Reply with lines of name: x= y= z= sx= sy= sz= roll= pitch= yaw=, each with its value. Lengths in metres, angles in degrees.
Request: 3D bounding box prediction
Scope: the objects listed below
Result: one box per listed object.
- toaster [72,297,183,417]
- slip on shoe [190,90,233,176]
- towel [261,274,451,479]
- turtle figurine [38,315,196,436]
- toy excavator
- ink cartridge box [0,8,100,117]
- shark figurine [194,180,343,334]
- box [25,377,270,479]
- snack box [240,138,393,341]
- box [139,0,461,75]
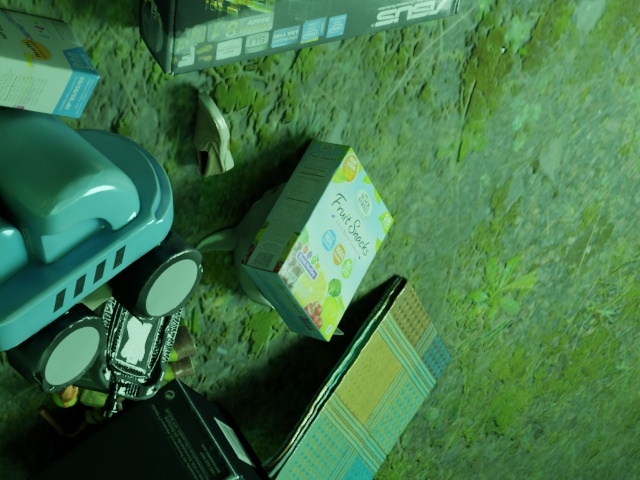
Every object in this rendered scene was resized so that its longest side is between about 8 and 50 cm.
toaster: x=-0.268 y=0.108 z=1.917 sx=0.129 sy=0.146 sz=0.227 roll=26 pitch=73 yaw=-45
slip on shoe: x=-0.140 y=-0.128 z=1.891 sx=0.041 sy=0.051 sz=0.135 roll=-28 pitch=150 yaw=-13
towel: x=0.062 y=0.262 z=2.350 sx=0.370 sy=0.040 sz=0.271 roll=-55 pitch=146 yaw=-17
turtle figurine: x=-0.278 y=0.176 z=2.082 sx=0.217 sy=0.087 sz=0.269 roll=-20 pitch=140 yaw=-18
toy excavator: x=-0.352 y=-0.035 z=1.595 sx=0.433 sy=0.222 sz=0.445 roll=-37 pitch=149 yaw=-27
ink cartridge box: x=-0.340 y=-0.196 z=1.624 sx=0.181 sy=0.104 sz=0.061 roll=6 pitch=126 yaw=-41
shark figurine: x=-0.066 y=0.058 z=2.095 sx=0.166 sy=0.116 sz=0.278 roll=-27 pitch=140 yaw=-8
box: x=-0.244 y=0.370 z=2.189 sx=0.294 sy=0.183 sz=0.296 roll=-35 pitch=159 yaw=0
snack box: x=0.000 y=0.000 z=2.026 sx=0.207 sy=0.070 sz=0.174 roll=-62 pitch=144 yaw=-22
box: x=-0.002 y=-0.366 z=1.699 sx=0.395 sy=0.097 sz=0.318 roll=-14 pitch=141 yaw=-24
